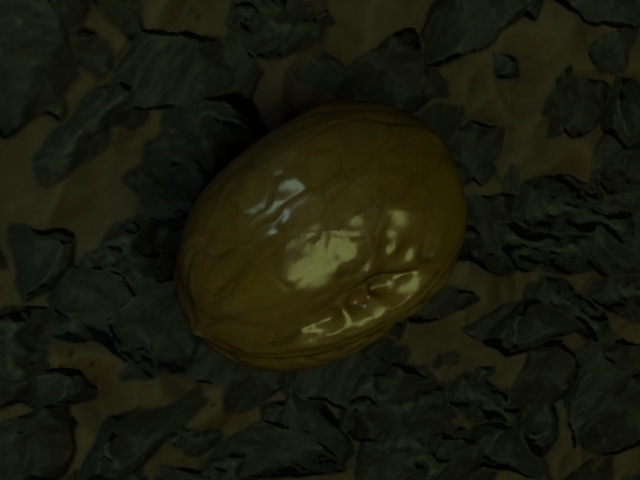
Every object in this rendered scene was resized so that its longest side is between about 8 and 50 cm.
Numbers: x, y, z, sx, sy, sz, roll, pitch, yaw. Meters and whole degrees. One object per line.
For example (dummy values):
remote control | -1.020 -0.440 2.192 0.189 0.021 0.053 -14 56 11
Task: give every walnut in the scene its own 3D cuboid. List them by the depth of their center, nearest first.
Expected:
walnut | 0.000 0.000 0.840 0.207 0.159 0.159 -33 120 -16
